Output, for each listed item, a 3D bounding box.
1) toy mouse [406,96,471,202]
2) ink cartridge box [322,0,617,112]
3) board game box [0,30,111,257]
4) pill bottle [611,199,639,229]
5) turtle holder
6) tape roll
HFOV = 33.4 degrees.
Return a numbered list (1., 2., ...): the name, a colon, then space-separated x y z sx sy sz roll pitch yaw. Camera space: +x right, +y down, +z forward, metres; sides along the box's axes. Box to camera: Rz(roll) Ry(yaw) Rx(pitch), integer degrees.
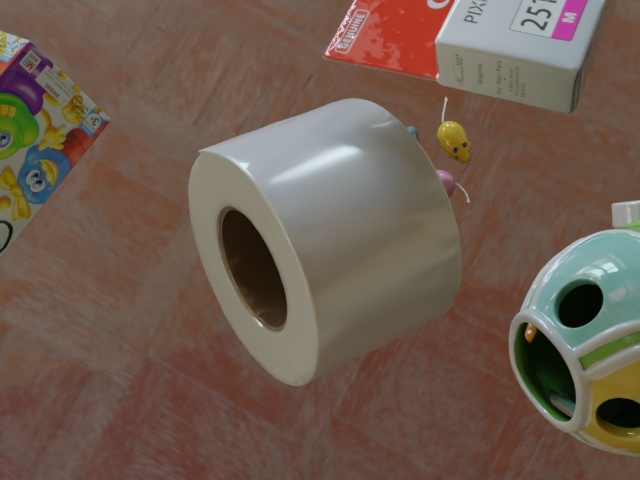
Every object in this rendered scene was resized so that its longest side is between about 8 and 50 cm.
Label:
1. toy mouse: 0.136 -0.106 1.435 0.143 0.031 0.161 -24 68 2
2. ink cartridge box: 0.158 -0.257 0.983 0.238 0.060 0.275 16 60 19
3. board game box: -0.396 -0.086 1.201 0.142 0.144 0.275 24 73 46
4. pill bottle: 0.450 0.080 1.389 0.152 0.152 0.272 -6 91 -2
5. turtle holder: 0.344 0.133 1.116 0.227 0.243 0.320 -15 62 -19
6. tape roll: 0.000 0.000 1.053 0.169 0.246 0.246 -22 74 -25
